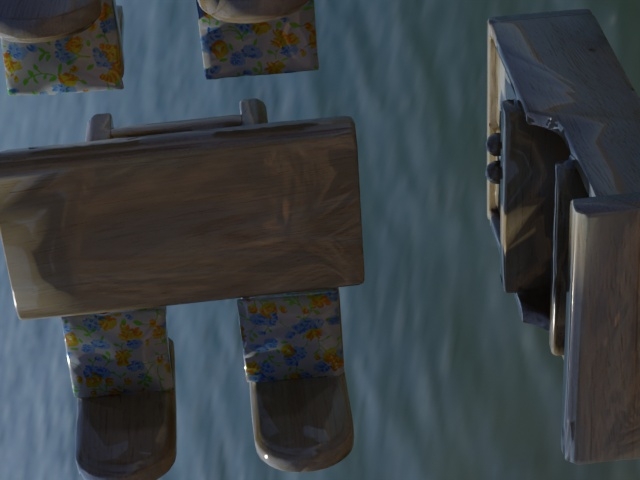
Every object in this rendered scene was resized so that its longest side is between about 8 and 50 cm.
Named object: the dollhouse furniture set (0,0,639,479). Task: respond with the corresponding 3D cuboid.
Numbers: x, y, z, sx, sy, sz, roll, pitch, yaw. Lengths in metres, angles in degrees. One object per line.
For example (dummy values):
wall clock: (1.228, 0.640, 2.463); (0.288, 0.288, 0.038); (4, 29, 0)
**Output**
dollhouse furniture set: (0.000, 0.000, 0.583); (0.161, 0.242, 0.212); (-99, 4, -57)
